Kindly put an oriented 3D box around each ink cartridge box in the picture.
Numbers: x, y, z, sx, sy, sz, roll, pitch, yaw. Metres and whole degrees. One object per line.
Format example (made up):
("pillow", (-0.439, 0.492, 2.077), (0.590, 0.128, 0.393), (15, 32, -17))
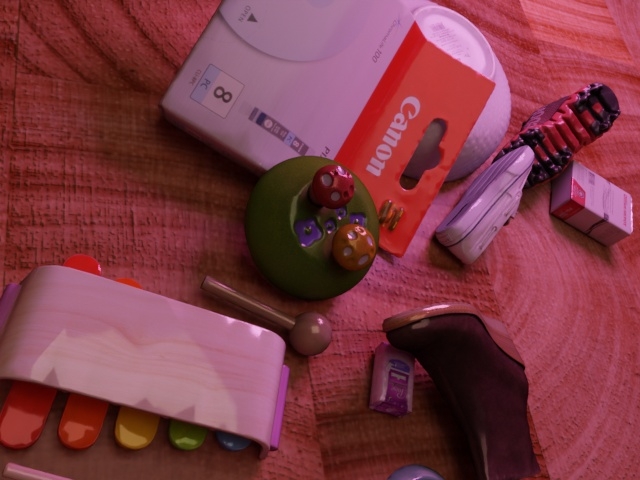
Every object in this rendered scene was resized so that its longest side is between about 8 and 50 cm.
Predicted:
("ink cartridge box", (0.031, -0.198, 0.854), (0.385, 0.091, 0.308), (31, 83, -9))
("ink cartridge box", (0.481, -0.065, 1.138), (0.135, 0.056, 0.099), (28, 53, -12))

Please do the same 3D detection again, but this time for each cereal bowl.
("cereal bowl", (0.176, -0.268, 1.033), (0.339, 0.141, 0.339), (13, 58, -22))

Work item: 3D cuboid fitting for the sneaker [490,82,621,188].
("sneaker", (0.393, -0.171, 1.129), (0.276, 0.135, 0.097), (-37, 97, -16))

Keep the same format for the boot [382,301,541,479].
("boot", (0.183, 0.189, 0.781), (0.248, 0.090, 0.206), (14, 59, -41))

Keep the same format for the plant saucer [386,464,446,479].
("plant saucer", (0.122, 0.318, 0.736), (0.119, 0.021, 0.119), (14, 57, -23))

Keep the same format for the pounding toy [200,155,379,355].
("pounding toy", (0.000, 0.000, 0.751), (0.183, 0.110, 0.237), (37, 68, -18))

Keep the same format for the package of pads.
("package of pads", (0.089, 0.172, 0.796), (0.050, 0.032, 0.083), (21, 55, -15))

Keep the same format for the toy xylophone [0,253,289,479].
("toy xylophone", (-0.177, 0.147, 0.628), (0.323, 0.081, 0.236), (27, 53, -13))

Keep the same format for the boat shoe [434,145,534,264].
("boat shoe", (0.266, -0.054, 0.994), (0.226, 0.083, 0.076), (-44, 103, -18))
